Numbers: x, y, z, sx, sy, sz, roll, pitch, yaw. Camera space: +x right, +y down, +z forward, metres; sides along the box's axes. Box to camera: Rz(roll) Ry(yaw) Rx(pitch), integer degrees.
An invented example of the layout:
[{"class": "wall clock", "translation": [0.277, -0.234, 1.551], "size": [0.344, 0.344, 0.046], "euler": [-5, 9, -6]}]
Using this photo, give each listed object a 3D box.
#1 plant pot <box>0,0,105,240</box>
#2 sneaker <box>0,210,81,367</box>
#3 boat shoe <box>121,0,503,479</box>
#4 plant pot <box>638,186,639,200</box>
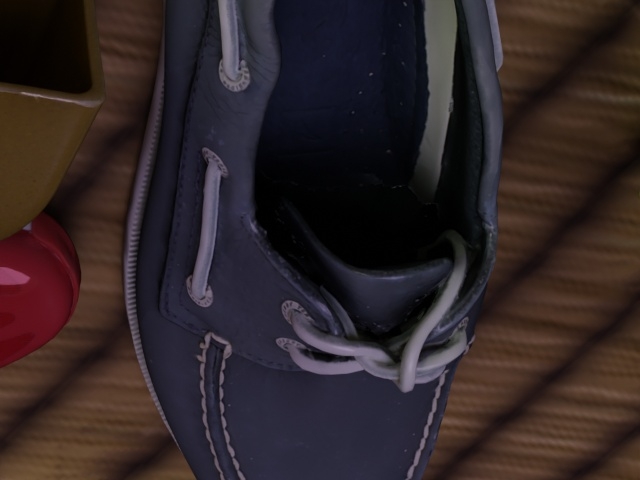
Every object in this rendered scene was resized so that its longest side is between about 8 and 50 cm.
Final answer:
[{"class": "plant pot", "translation": [-0.114, -0.044, 0.557], "size": [0.081, 0.081, 0.083], "euler": [8, 135, -19]}, {"class": "sneaker", "translation": [-0.178, 0.059, 0.581], "size": [0.221, 0.128, 0.087], "euler": [-13, 129, -3]}, {"class": "boat shoe", "translation": [0.000, 0.000, 0.601], "size": [0.116, 0.099, 0.319], "euler": [-6, 127, -11]}, {"class": "plant pot", "translation": [0.240, -0.004, 0.577], "size": [0.228, 0.207, 0.227], "euler": [29, 115, -19]}]
